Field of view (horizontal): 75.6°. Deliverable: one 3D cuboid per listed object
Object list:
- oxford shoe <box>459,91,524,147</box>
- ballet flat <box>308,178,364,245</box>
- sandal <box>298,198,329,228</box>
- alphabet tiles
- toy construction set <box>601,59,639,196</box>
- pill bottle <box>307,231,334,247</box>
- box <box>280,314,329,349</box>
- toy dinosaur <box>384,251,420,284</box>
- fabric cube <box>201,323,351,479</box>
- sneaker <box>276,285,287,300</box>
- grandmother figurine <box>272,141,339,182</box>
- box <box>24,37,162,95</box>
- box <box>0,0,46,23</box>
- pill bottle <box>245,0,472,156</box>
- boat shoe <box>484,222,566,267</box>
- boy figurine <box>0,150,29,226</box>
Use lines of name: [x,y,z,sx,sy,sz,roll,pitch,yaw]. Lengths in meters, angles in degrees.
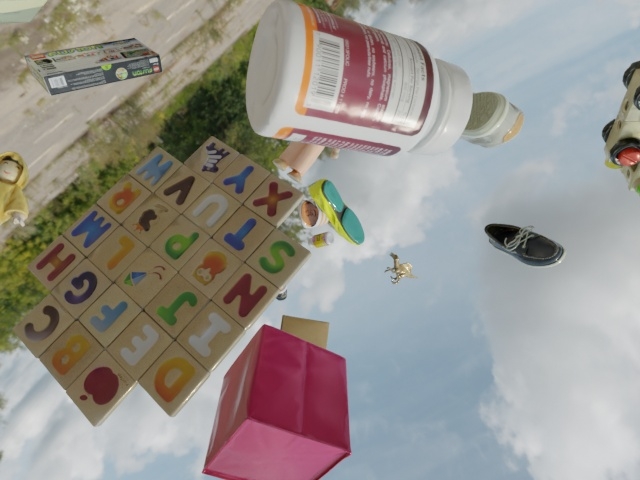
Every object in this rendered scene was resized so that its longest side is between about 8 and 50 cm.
oxford shoe: [0.436,-0.369,1.227,0.169,0.130,0.449,-64,-160,16]
ballet flat: [0.042,-0.075,1.144,0.077,0.231,0.077,-7,-138,40]
sandal: [0.013,-0.107,1.470,0.076,0.102,0.265,-16,179,31]
alphabet tiles: [-0.191,0.025,0.502,0.285,0.011,0.342,34,-106,21]
toy construction set: [0.568,-0.195,0.628,0.215,0.327,0.151,1,-144,15]
pill bottle: [0.000,0.000,1.314,0.083,0.043,0.043,-15,-144,37]
box: [-0.066,0.390,1.631,0.021,0.201,0.164,153,-53,-65]
toy dinosaur: [0.293,0.118,1.481,0.093,0.183,0.053,-39,-146,17]
fabric cube: [-0.097,0.413,0.999,0.254,0.259,0.258,-54,-160,28]
sneaker: [-0.150,0.102,1.116,0.072,0.077,0.178,-27,-133,-20]
grandmother figurine: [-0.007,-0.362,1.422,0.342,0.208,0.104,-54,-149,-2]
box: [-0.424,-0.334,0.782,0.207,0.036,0.114,-29,-127,-31]
box: [-0.536,-0.440,0.630,0.243,0.117,0.213,-10,-158,37]
pill bottle: [0.077,-0.282,0.783,0.224,0.392,0.224,-12,-104,62]
boat shoe: [0.563,0.002,1.157,0.095,0.079,0.254,-49,-158,4]
boy figurine: [-0.764,-0.088,0.954,0.092,0.177,0.285,125,-15,-52]
